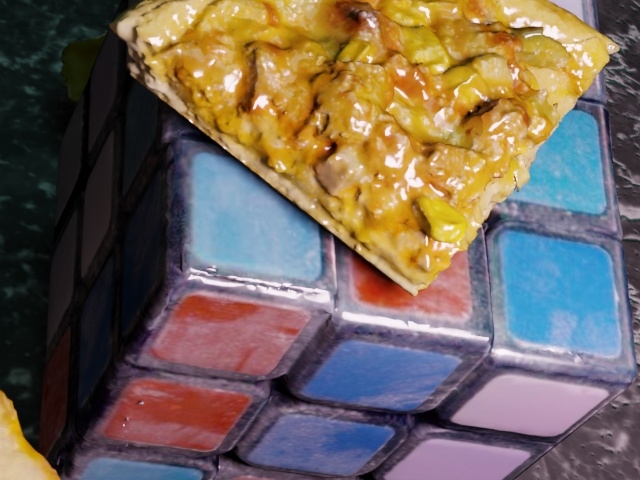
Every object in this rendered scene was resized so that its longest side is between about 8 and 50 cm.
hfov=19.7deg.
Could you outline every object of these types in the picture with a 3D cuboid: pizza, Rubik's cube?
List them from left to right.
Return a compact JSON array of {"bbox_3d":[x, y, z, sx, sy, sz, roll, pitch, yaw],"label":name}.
[{"bbox_3d":[0.000,0.000,1.379,0.358,0.362,0.363,9,55,-21],"label":"Rubik's cube"},{"bbox_3d":[0.035,-0.128,1.209,0.268,0.087,0.258,36,50,4],"label":"pizza"}]

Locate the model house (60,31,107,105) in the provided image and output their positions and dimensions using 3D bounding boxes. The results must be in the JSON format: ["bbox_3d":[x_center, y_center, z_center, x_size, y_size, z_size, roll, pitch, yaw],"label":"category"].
[{"bbox_3d":[-0.127,-0.180,1.745,0.268,0.173,0.239,-6,16,-40],"label":"model house"}]

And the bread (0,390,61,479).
[{"bbox_3d":[-0.274,0.224,1.057,0.207,0.279,0.279,-12,48,-43],"label":"bread"}]
